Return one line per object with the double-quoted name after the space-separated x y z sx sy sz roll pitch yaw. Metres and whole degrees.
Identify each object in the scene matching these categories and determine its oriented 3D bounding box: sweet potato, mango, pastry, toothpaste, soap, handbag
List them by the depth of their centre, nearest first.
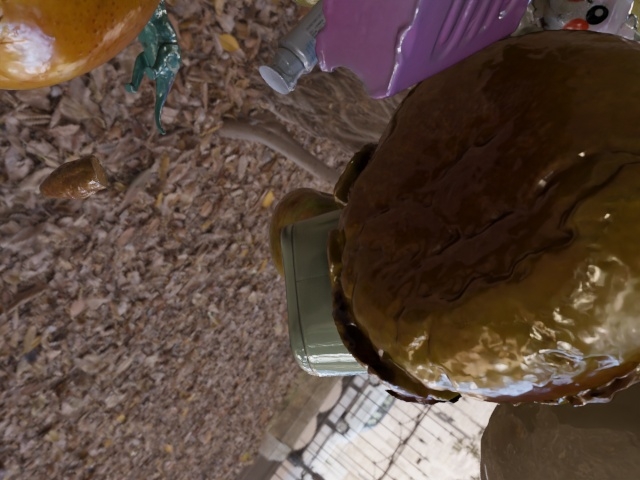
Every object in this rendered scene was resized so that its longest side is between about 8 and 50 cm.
-0.176 -0.203 0.341 0.126 0.154 0.252 -36 -145 45 "mango"
0.089 -0.181 0.347 0.203 0.066 0.122 -37 154 -39 "soap"
0.152 -0.026 0.450 0.164 0.356 0.355 36 89 -31 "pastry"
0.113 0.044 0.642 0.316 0.241 0.109 -11 156 9 "handbag"
0.009 -0.302 0.720 0.234 0.057 0.089 -51 175 -11 "toothpaste"
-0.618 -0.146 1.305 0.097 0.252 0.097 20 65 -52 "sweet potato"

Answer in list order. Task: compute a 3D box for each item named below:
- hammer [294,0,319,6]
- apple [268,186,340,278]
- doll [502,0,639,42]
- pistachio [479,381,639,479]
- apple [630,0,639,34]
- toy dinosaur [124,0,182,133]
0.067 -0.611 1.082 0.306 0.113 0.201 -19 113 -15 "hammer"
0.000 0.000 1.259 0.264 0.264 0.264 -49 163 -20 "apple"
0.259 -0.265 0.586 0.095 0.192 0.149 -26 112 -59 "doll"
0.364 0.219 0.456 0.446 0.365 0.281 -31 179 38 "pistachio"
0.357 -0.232 0.834 0.252 0.314 0.308 -51 145 -54 "apple"
-0.358 -0.501 1.264 0.331 0.130 0.383 -51 134 -43 "toy dinosaur"
